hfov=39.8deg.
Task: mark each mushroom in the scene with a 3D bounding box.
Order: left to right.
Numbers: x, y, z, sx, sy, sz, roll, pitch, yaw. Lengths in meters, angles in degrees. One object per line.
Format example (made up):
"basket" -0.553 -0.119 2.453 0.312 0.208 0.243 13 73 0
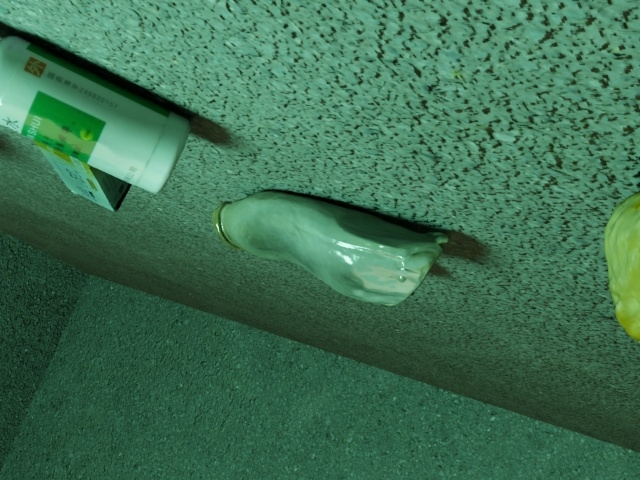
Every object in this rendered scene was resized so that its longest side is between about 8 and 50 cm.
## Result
"mushroom" -0.002 -0.002 1.083 0.351 0.097 0.109 16 147 38

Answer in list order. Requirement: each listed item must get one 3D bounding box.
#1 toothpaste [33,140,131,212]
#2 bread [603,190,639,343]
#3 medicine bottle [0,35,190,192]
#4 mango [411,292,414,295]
"toothpaste" -0.316 -0.112 1.208 0.089 0.071 0.313 26 169 -2
"bread" 0.303 0.034 0.598 0.245 0.134 0.244 18 170 3
"medicine bottle" -0.269 -0.142 0.926 0.260 0.095 0.095 27 167 -16
"mango" 0.039 0.029 1.183 0.190 0.075 0.098 25 150 13
